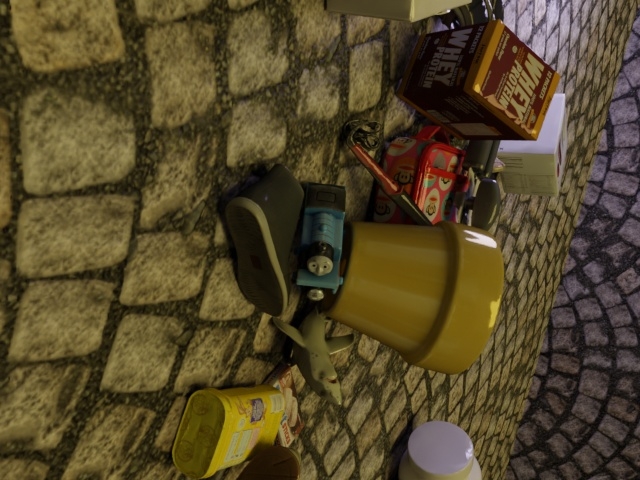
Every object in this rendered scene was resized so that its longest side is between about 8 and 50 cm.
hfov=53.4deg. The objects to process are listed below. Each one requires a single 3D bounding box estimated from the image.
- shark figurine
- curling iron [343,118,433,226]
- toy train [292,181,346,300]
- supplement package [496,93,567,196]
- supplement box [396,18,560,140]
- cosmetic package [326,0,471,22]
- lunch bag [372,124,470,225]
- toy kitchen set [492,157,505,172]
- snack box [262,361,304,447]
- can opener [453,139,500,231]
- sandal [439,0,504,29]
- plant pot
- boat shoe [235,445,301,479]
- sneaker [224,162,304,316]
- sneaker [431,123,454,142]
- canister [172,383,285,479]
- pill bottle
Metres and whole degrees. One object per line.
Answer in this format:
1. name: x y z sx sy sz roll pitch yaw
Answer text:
1. shark figurine: -0.007 0.176 1.123 0.116 0.166 0.278 -59 177 30
2. curling iron: 0.132 -0.102 1.105 0.068 0.035 0.274 -42 113 -6
3. toy train: 0.000 0.000 0.971 0.105 0.080 0.184 96 0 -48
4. supplement package: 0.566 -0.253 1.693 0.203 0.149 0.194 51 50 -55
5. supplement box: 0.284 -0.280 1.153 0.191 0.194 0.129 26 84 -34
6. cosmetic package: 0.120 -0.504 0.865 0.197 0.155 0.365 -32 133 -46
7. lunch bag: 0.219 -0.102 1.292 0.293 0.120 0.258 0 102 -57
8. toy kitchen set: 0.410 -0.216 1.579 0.068 0.083 0.075 -11 124 -9
9. snack box: -0.066 0.298 1.134 0.064 0.022 0.178 -45 141 -36
10. can opener: 0.334 -0.147 1.255 0.076 0.095 0.283 35 71 -55
11. sandal: 0.264 -0.461 1.201 0.120 0.086 0.302 -54 131 -16
12. plant pot: 0.138 0.075 1.065 0.254 0.239 0.253 -165 -90 -79
13. boat shoe: -0.135 0.436 0.983 0.285 0.104 0.089 -42 165 -4
14. sneaker: -0.061 0.005 0.925 0.118 0.083 0.221 -50 146 -40
15. sneaker: 0.268 -0.251 1.324 0.038 0.069 0.098 -43 139 -40
16. canister: -0.133 0.284 0.971 0.170 0.073 0.126 15 94 -61
17. pill bottle: 0.336 0.710 1.802 0.229 0.229 0.407 -42 139 -40
